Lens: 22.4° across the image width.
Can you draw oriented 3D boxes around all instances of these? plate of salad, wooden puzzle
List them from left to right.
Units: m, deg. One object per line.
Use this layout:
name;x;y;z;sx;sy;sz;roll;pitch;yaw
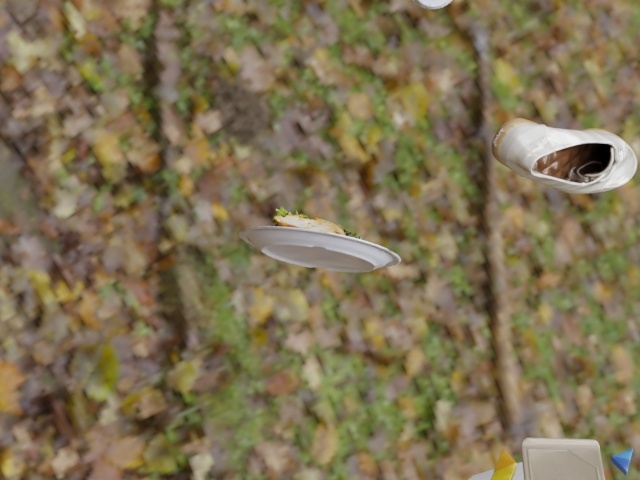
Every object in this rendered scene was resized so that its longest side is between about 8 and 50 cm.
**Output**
plate of salad;0.000;0.000;1.962;0.200;0.200;0.048;19;75;-41
wooden puzzle;0.202;0.193;1.358;0.078;0.116;0.014;-72;164;-56

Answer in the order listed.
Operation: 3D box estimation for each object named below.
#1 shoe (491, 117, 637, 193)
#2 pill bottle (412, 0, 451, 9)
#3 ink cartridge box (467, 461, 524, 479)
shoe;0.272;-0.081;1.723;0.219;0.076;0.058;6;22;-42
pill bottle;0.135;-0.319;1.974;0.067;0.067;0.120;52;12;-13
ink cartridge box;0.159;0.344;1.438;0.283;0.117;0.207;-32;99;-53
